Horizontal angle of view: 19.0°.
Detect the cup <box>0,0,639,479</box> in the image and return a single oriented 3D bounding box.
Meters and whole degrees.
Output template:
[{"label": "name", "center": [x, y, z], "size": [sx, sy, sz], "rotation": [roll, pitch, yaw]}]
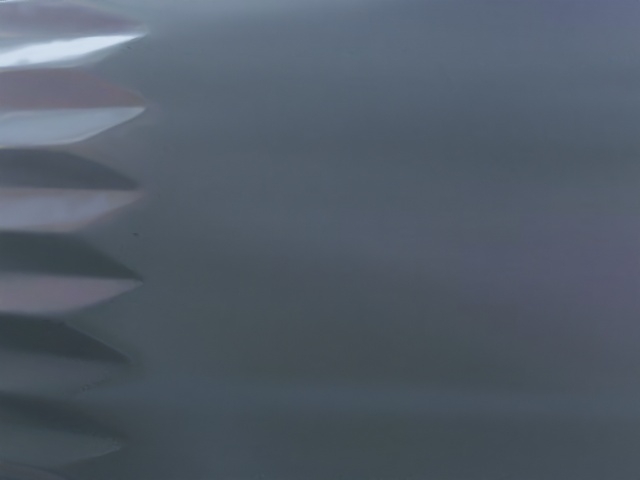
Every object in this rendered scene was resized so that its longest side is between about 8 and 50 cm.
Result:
[{"label": "cup", "center": [0.000, 0.000, 0.661], "size": [0.253, 0.371, 0.253], "rotation": [-177, 90, -79]}]
